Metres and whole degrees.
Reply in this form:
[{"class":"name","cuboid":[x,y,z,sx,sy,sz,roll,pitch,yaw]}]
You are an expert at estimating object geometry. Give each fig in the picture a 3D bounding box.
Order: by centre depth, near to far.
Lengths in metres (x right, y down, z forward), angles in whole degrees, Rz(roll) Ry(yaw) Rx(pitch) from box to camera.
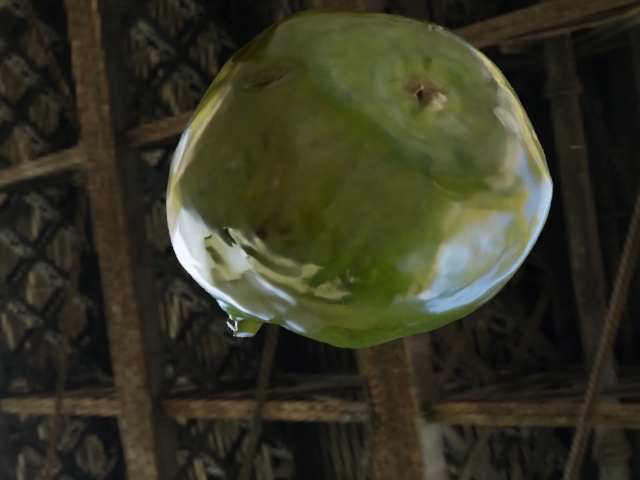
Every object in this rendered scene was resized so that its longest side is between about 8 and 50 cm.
[{"class":"fig","cuboid":[-0.008,-0.008,0.803,0.314,0.233,0.233,-42,-117,27]}]
